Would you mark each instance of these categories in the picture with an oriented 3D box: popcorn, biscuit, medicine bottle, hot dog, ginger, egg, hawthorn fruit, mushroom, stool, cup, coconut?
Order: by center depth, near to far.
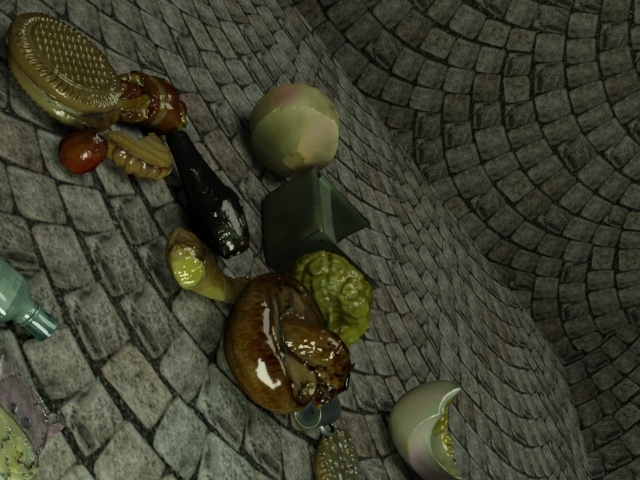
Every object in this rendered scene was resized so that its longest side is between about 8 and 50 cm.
[{"bbox_3d":[-0.465,0.067,1.211,0.208,0.053,0.090,48,23,-29],"label":"medicine bottle"},{"bbox_3d":[-0.425,-0.167,1.540,0.081,0.093,0.081,47,23,-27],"label":"hawthorn fruit"},{"bbox_3d":[-0.483,-0.317,1.611,0.259,0.079,0.259,40,26,-24],"label":"biscuit"},{"bbox_3d":[-0.070,0.216,1.674,0.283,0.195,0.263,41,31,-1],"label":"mushroom"},{"bbox_3d":[-0.364,-0.165,1.709,0.118,0.061,0.183,51,20,18],"label":"biscuit"},{"bbox_3d":[-0.222,0.064,1.713,0.131,0.086,0.294,60,12,28],"label":"ginger"},{"bbox_3d":[0.035,0.493,1.753,0.141,0.038,0.290,45,24,-30],"label":"biscuit"},{"bbox_3d":[-0.003,0.366,1.786,0.077,0.078,0.100,-1,58,-60],"label":"cup"},{"bbox_3d":[-0.366,-0.302,1.829,0.213,0.103,0.146,7,56,-62],"label":"hot dog"},{"bbox_3d":[0.009,0.144,1.957,0.237,0.206,0.251,44,-9,0],"label":"popcorn"},{"bbox_3d":[0.250,0.472,2.087,0.206,0.161,0.271,-153,-119,-72],"label":"egg"},{"bbox_3d":[0.000,0.000,2.139,0.269,0.170,0.244,42,29,-36],"label":"stool"},{"bbox_3d":[-0.070,-0.288,2.279,0.259,0.259,0.259,46,25,-29],"label":"coconut"}]

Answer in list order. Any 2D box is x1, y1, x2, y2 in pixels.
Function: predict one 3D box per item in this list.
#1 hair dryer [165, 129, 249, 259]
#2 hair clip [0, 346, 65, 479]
[{"bbox_3d":[-0.241,-0.126,1.704,0.359,0.120,0.304,100,-35,-79],"label":"hair dryer"},{"bbox_3d":[-0.418,0.232,1.103,0.187,0.056,0.146,52,30,-24],"label":"hair clip"}]
